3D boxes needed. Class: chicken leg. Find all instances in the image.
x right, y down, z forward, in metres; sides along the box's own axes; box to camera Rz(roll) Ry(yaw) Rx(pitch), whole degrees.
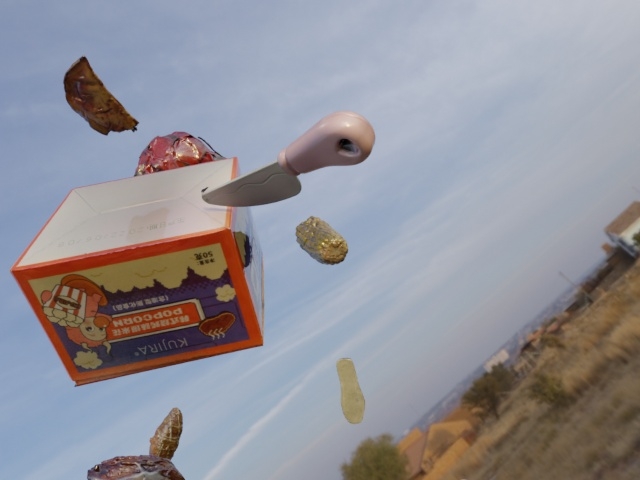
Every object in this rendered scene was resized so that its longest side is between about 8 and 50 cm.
[{"bbox_3d":[-0.499,0.743,1.593,0.096,0.407,0.158,-29,40,58],"label":"chicken leg"}]

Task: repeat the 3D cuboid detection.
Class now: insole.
[{"bbox_3d":[0.078,0.389,1.352,0.063,0.192,0.010,-9,15,9],"label":"insole"}]

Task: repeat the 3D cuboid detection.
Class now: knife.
[{"bbox_3d":[-0.055,-0.094,0.737,0.336,0.081,0.043,-17,42,46],"label":"knife"}]

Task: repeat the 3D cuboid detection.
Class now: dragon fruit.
[{"bbox_3d":[-0.377,-0.191,1.461,0.293,0.234,0.234,-19,-31,-50],"label":"dragon fruit"}]

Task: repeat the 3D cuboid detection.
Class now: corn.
[{"bbox_3d":[0.000,0.000,1.280,0.097,0.097,0.320,-40,15,-3],"label":"corn"}]

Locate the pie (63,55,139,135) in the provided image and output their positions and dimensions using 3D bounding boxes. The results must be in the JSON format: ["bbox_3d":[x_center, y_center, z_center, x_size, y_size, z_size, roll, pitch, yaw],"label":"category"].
[{"bbox_3d":[-0.414,-0.253,0.972,0.092,0.034,0.170,-24,-42,10],"label":"pie"}]

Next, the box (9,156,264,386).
[{"bbox_3d":[-0.295,0.043,0.975,0.349,0.318,0.257,-12,-58,-1],"label":"box"}]

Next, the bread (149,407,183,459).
[{"bbox_3d":[-0.560,0.728,1.908,0.105,0.076,0.233,30,-108,-38],"label":"bread"}]
